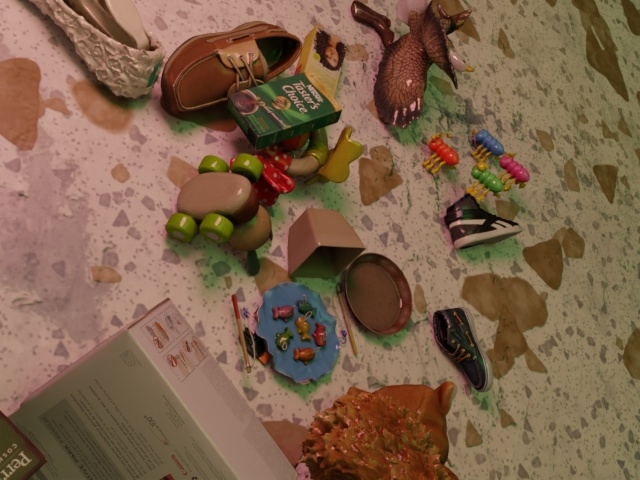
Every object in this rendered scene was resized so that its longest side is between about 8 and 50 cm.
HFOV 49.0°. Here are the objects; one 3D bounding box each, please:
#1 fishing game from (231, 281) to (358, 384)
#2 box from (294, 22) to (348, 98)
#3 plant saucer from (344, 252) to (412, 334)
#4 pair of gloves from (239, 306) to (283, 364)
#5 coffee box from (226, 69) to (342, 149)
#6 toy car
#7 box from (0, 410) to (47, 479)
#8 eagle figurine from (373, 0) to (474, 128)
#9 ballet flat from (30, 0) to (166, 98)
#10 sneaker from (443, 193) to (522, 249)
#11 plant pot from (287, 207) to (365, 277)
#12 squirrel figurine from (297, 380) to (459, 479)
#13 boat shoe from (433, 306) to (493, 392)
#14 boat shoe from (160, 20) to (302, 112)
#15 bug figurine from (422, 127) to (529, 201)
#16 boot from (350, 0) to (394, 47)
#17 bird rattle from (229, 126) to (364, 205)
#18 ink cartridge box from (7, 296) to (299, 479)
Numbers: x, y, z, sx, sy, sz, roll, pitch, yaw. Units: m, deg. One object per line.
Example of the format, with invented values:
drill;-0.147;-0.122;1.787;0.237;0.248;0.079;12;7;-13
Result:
fishing game;-0.033;0.158;1.236;0.264;0.041;0.189;4;66;-42
box;-0.009;-0.344;1.478;0.087;0.058;0.232;27;56;-24
plant saucer;0.110;0.107;1.383;0.168;0.029;0.168;15;61;-30
pair of gloves;-0.101;0.164;1.211;0.074;0.010;0.083;48;51;-13
coffee box;-0.065;-0.240;1.275;0.184;0.040;0.113;-22;65;-27
toy car;-0.145;-0.031;1.215;0.188;0.149;0.155;53;50;-43
box;-0.461;0.246;0.797;0.203;0.167;0.168;50;49;-8
eagle figurine;0.240;-0.421;1.568;0.298;0.225;0.226;-54;144;-40
ballet flat;-0.403;-0.425;1.170;0.409;0.147;0.147;48;50;-8
sneaker;0.377;-0.055;1.624;0.217;0.079;0.121;-9;75;-39
plant pot;0.000;0.000;1.303;0.109;0.109;0.096;3;56;-36
squirrel figurine;0.131;0.368;1.065;0.397;0.281;0.370;65;25;-50
boat shoe;0.287;0.226;1.443;0.083;0.065;0.183;0;63;-36
boat shoe;-0.153;-0.328;1.294;0.324;0.120;0.122;-44;137;-40
bug figurine;0.381;-0.190;1.661;0.279;0.072;0.216;-17;53;-42
boot;0.120;-0.514;1.664;0.114;0.037;0.106;21;46;-32
bird rattle;-0.063;-0.173;1.328;0.253;0.143;0.207;-11;77;-26
ink cartridge box;-0.235;0.284;0.946;0.309;0.272;0.130;55;18;-4
